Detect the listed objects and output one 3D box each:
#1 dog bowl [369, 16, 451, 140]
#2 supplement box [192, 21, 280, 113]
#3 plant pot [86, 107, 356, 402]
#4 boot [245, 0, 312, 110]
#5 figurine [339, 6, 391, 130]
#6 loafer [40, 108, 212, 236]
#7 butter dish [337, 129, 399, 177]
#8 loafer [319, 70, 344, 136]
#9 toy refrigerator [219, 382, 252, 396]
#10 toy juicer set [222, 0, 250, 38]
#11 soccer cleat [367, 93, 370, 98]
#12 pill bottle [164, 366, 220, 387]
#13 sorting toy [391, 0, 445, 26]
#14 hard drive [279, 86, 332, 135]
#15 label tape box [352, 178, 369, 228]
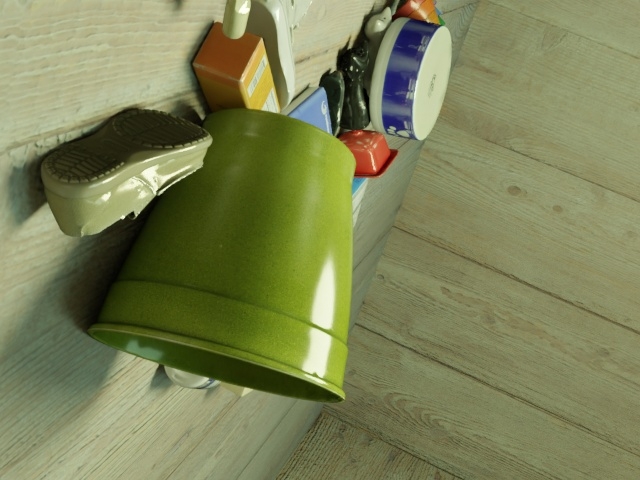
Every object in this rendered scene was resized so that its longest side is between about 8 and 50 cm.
[{"bbox_3d":[0.206,-0.362,2.074,0.265,0.104,0.265,15,90,-71],"label":"dog bowl"},{"bbox_3d":[-0.118,-0.220,1.341,0.233,0.078,0.080,83,30,-71],"label":"supplement box"},{"bbox_3d":[-0.104,0.014,1.321,0.366,0.366,0.353,75,28,-73],"label":"plant pot"},{"bbox_3d":[-0.055,-0.312,1.387,0.123,0.095,0.258,-55,166,-25],"label":"boot"},{"bbox_3d":[0.101,-0.386,2.034,0.209,0.092,0.215,93,22,-52],"label":"figurine"},{"bbox_3d":[-0.227,-0.081,1.076,0.268,0.102,0.092,-33,148,-54],"label":"loafer"},{"bbox_3d":[0.092,-0.226,2.226,0.160,0.160,0.118,-54,141,-51],"label":"butter dish"},{"bbox_3d":[0.021,-0.277,1.936,0.061,0.062,0.170,-60,170,-52],"label":"loafer"},{"bbox_3d":[-0.150,0.202,2.061,0.102,0.094,0.269,-21,134,-66],"label":"toy refrigerator"},{"bbox_3d":[-0.088,-0.379,1.147,0.209,0.089,0.329,121,-8,-55],"label":"toy juicer set"},{"bbox_3d":[0.142,-0.398,2.207,0.196,0.076,0.068,-63,169,-14],"label":"soccer cleat"},{"bbox_3d":[-0.228,0.233,1.734,0.094,0.094,0.169,-65,170,-7],"label":"pill bottle"},{"bbox_3d":[0.268,-0.541,2.264,0.127,0.126,0.365,-41,-177,19],"label":"sorting toy"},{"bbox_3d":[-0.053,-0.138,1.730,0.318,0.040,0.210,-51,138,-54],"label":"hard drive"},{"bbox_3d":[0.000,0.000,2.302,0.240,0.106,0.333,-51,162,-52],"label":"label tape box"}]
